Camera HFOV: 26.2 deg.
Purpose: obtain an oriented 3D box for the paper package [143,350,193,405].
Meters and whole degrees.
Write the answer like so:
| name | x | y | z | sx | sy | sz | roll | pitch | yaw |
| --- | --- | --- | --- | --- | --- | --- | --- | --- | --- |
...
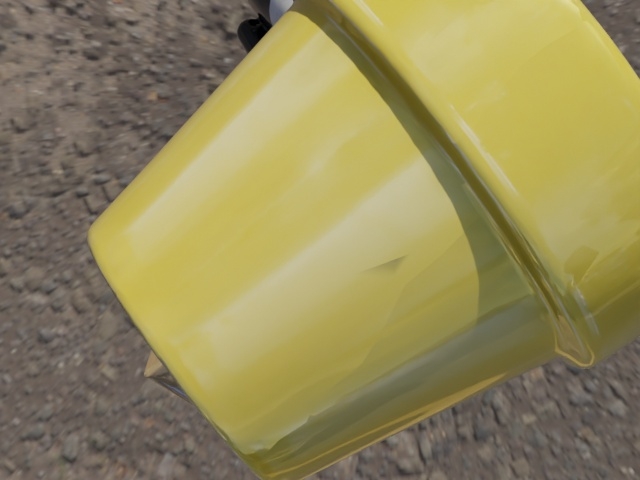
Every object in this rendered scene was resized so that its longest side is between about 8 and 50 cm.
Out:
| name | x | y | z | sx | sy | sz | roll | pitch | yaw |
| --- | --- | --- | --- | --- | --- | --- | --- | --- | --- |
| paper package | -0.020 | 0.018 | 1.541 | 0.168 | 0.309 | 0.325 | 34 | 125 | -17 |

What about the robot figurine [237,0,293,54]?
| name | x | y | z | sx | sy | sz | roll | pitch | yaw |
| --- | --- | --- | --- | --- | --- | --- | --- | --- | --- |
| robot figurine | 0.006 | -0.307 | 1.693 | 0.209 | 0.278 | 0.173 | -19 | 138 | -18 |

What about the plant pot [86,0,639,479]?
| name | x | y | z | sx | sy | sz | roll | pitch | yaw |
| --- | --- | --- | --- | --- | --- | --- | --- | --- | --- |
| plant pot | 0.027 | -0.009 | 0.691 | 0.239 | 0.254 | 0.254 | -38 | 94 | -2 |
